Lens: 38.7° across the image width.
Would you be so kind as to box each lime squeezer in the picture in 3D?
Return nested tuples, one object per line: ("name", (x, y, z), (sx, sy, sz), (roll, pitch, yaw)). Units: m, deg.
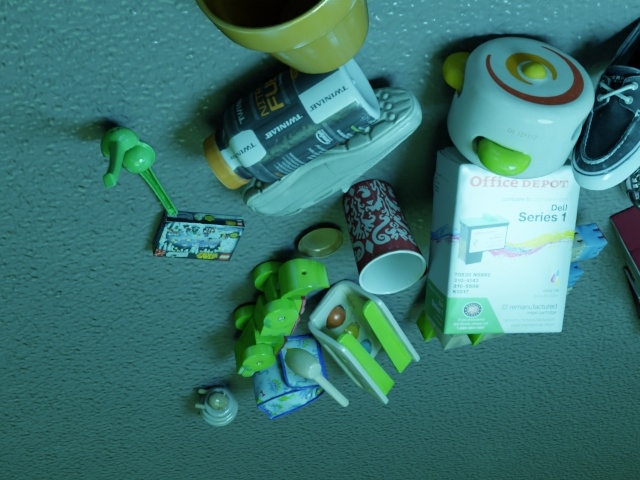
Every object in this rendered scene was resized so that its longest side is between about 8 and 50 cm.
("lime squeezer", (-0.267, -0.109, 1.337), (0.059, 0.110, 0.310), (-37, 172, 1))

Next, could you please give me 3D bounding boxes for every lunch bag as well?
("lunch bag", (-0.062, 0.272, 1.857), (0.151, 0.128, 0.096), (-23, 142, 11))

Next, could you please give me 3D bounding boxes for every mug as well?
("mug", (0.103, -0.001, 1.536), (0.113, 0.169, 0.150), (-20, 143, 6))

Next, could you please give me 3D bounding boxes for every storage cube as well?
("storage cube", (0.703, 0.028, 1.770), (0.193, 0.183, 0.215), (-24, 142, 12))

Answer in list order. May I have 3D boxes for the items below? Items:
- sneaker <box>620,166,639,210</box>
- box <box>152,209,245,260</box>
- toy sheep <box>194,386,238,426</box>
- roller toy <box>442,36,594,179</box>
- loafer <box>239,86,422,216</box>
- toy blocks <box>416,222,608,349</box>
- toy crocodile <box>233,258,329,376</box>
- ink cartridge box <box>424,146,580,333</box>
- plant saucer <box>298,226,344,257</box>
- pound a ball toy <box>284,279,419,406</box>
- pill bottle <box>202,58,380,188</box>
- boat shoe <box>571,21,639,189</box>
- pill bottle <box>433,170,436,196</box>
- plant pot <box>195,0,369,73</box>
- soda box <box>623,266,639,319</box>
("sneaker", (0.576, -0.114, 1.632), (0.072, 0.077, 0.178), (-27, 140, 13))
("box", (-0.206, -0.006, 1.538), (0.137, 0.027, 0.094), (4, 140, -24))
("toy sheep", (-0.219, 0.355, 1.948), (0.091, 0.091, 0.132), (-12, 156, -5))
("roller toy", (0.291, -0.201, 1.334), (0.191, 0.209, 0.146), (-13, 142, -22))
("loafer", (0.022, -0.131, 1.403), (0.320, 0.112, 0.111), (-25, 147, 25))
("toy blocks", (0.373, 0.071, 1.740), (0.261, 0.190, 0.381), (-10, 146, -25))
("toy crocodile", (-0.087, 0.145, 1.699), (0.105, 0.115, 0.340), (4, 138, -24))
("ink cartridge box", (0.285, -0.001, 1.448), (0.202, 0.117, 0.278), (0, 107, -10))
("plant saucer", (0.000, 0.000, 1.627), (0.084, 0.015, 0.083), (-10, 143, -8))
("pound a ball toy", (0.047, 0.218, 1.794), (0.208, 0.136, 0.319), (-51, 142, -12))
("pill bottle", (-0.048, -0.168, 1.305), (0.246, 0.130, 0.130), (-30, 140, 17))
("boat shoe", (0.450, -0.213, 1.341), (0.301, 0.108, 0.102), (-54, 135, -17))
("pill bottle", (0.295, -0.083, 1.546), (0.187, 0.112, 0.112), (-11, 142, -5))
("plant pot", (-0.028, -0.300, 1.110), (0.205, 0.205, 0.188), (-24, 157, 11))
("soda box", (0.741, 0.135, 1.999), (0.092, 0.083, 0.263), (-24, 142, 12))
